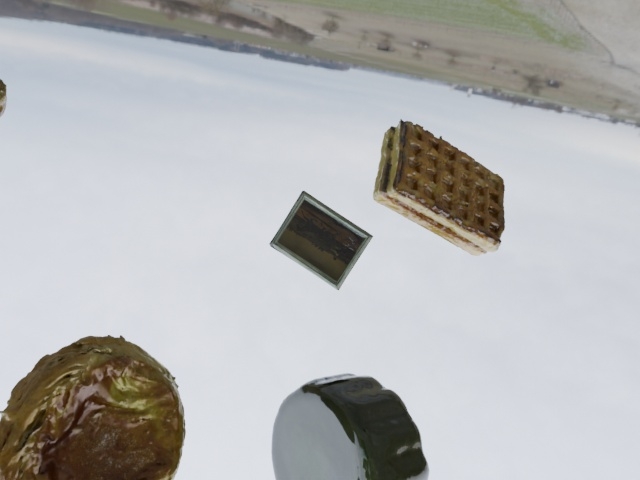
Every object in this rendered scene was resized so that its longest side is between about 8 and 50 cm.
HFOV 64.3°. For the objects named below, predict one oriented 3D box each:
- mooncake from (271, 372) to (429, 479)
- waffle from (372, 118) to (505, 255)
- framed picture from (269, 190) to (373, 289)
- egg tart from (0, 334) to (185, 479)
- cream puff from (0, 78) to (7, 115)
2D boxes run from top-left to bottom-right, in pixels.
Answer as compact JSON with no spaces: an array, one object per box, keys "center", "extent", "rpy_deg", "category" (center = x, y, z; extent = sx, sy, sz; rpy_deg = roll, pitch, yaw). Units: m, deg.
[{"center":[0.053,0.450,1.067],"extent":[0.187,0.351,0.351],"rpy_deg":[-1,-160,-39],"category":"mooncake"},{"center":[0.129,-0.055,0.537],"extent":[0.148,0.042,0.102],"rpy_deg":[26,-125,-20],"category":"waffle"},{"center":[0.000,0.000,1.508],"extent":[0.252,0.197,0.014],"rpy_deg":[33,-173,5],"category":"framed picture"},{"center":[-0.397,0.339,0.886],"extent":[0.150,0.352,0.352],"rpy_deg":[-13,-176,34],"category":"egg tart"},{"center":[-0.527,-0.216,0.737],"extent":[0.144,0.126,0.103],"rpy_deg":[38,177,-2],"category":"cream puff"}]
